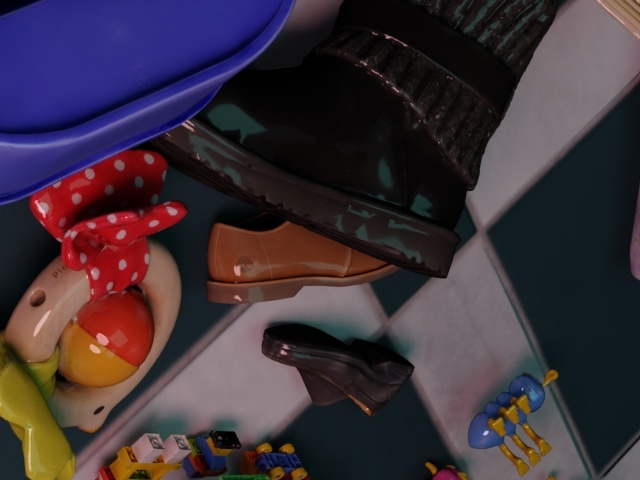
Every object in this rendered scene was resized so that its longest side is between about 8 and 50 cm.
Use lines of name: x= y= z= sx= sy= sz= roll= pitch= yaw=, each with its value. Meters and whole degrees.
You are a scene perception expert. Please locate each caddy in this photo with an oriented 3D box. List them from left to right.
caddy: x=-0.183 y=-0.166 z=1.178 sx=0.341 sy=0.179 sz=0.241 roll=-27 pitch=92 yaw=-30

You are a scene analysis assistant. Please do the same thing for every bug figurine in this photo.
bug figurine: x=0.167 y=0.252 z=1.738 sx=0.216 sy=0.072 sz=0.279 roll=-38 pitch=134 yaw=-14

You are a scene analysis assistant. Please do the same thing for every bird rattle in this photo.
bird rattle: x=-0.179 y=0.050 z=1.345 sx=0.253 sy=0.143 sz=0.207 roll=-62 pitch=154 yaw=-6

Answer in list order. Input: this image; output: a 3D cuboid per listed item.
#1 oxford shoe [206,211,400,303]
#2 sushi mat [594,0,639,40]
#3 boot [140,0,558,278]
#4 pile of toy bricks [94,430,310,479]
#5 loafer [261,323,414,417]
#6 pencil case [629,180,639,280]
oxford shoe: x=0.000 y=0.000 z=1.491 sx=0.212 sy=0.076 sz=0.076 roll=-9 pitch=100 yaw=-39
sushi mat: x=0.253 y=-0.262 z=1.486 sx=0.316 sy=0.019 sz=0.151 roll=42 pitch=79 yaw=1
boot: x=0.008 y=-0.144 z=1.391 sx=0.348 sy=0.131 sz=0.260 roll=23 pitch=85 yaw=-35
pile of toy bricks: x=-0.092 y=0.228 z=1.498 sx=0.105 sy=0.118 sz=0.212 roll=-43 pitch=150 yaw=25
loafer: x=0.010 y=0.114 z=1.554 sx=0.170 sy=0.062 sz=0.061 roll=19 pitch=100 yaw=-42
pencil case: x=0.366 y=-0.079 z=1.733 sx=0.113 sy=0.124 sz=0.273 roll=-14 pitch=116 yaw=-36
